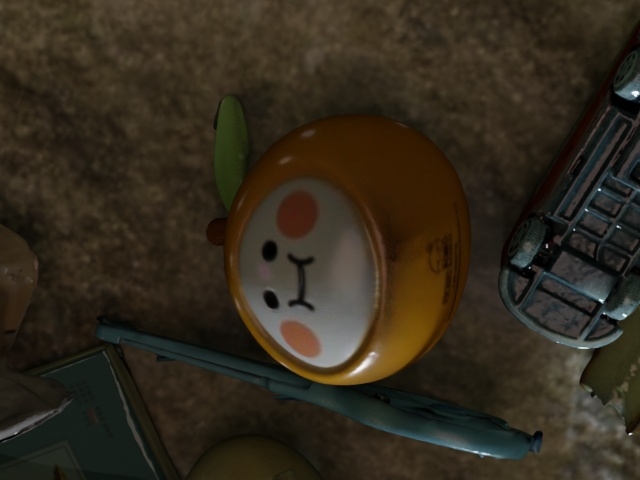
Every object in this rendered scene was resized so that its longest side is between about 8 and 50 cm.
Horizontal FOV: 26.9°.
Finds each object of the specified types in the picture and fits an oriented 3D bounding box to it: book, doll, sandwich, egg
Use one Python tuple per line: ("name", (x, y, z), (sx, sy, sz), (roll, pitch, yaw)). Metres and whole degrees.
("book", (-0.308, 0.266, 1.229), (0.379, 0.031, 0.264), (-19, 108, 8))
("doll", (0.000, 0.000, 1.060), (0.236, 0.213, 0.214), (14, 113, 33))
("sandwich", (0.317, 0.039, 1.084), (0.096, 0.094, 0.258), (13, 115, -38))
("egg", (-0.058, 0.268, 1.156), (0.164, 0.164, 0.202), (-3, 95, 2))

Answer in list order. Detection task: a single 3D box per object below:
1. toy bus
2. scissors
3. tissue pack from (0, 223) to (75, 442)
("toy bus", (0.239, -0.049, 1.059), (0.121, 0.120, 0.265), (27, 108, -7))
("scissors", (-0.009, 0.124, 1.123), (0.392, 0.180, 0.032), (14, 87, 9))
("tissue pack", (-0.351, 0.108, 1.003), (0.238, 0.305, 0.239), (4, 99, 25))
